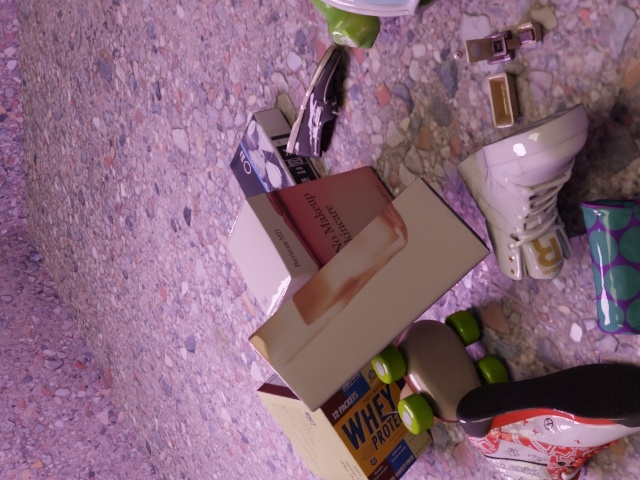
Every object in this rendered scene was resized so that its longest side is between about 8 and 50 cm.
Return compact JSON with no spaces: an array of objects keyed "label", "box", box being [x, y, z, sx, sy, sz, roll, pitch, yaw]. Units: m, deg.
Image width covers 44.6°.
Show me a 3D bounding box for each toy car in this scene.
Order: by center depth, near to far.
[{"label":"toy car","box":[0.153,0.209,1.140,0.149,0.155,0.188,61,158,19]}]

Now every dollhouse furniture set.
[{"label":"dollhouse furniture set","box":[0.208,-0.188,0.919,0.091,0.081,0.114,3,106,57]}]

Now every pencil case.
[{"label":"pencil case","box":[0.327,0.027,0.853,0.070,0.064,0.152,-54,-46,-76]}]

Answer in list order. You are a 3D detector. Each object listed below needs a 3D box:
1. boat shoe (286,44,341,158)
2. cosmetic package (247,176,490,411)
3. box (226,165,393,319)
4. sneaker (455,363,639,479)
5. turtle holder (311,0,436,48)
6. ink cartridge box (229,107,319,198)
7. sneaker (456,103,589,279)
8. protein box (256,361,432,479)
[{"label":"boat shoe","box":[0.004,-0.218,1.260,0.064,0.075,0.206,22,130,-2]},{"label":"cosmetic package","box":[0.065,0.064,1.006,0.129,0.296,0.153,48,-171,5]},{"label":"box","box":[0.000,0.000,1.181,0.149,0.232,0.127,58,145,22]},{"label":"sneaker","box":[0.314,0.239,0.964,0.270,0.090,0.145,-17,118,40]},{"label":"turtle holder","box":[0.052,-0.366,0.928,0.227,0.243,0.320,43,124,6]},{"label":"ink cartridge box","box":[-0.050,-0.056,1.394,0.333,0.065,0.165,60,145,19]},{"label":"sneaker","box":[0.244,-0.042,0.859,0.292,0.108,0.169,104,143,-87]},{"label":"protein box","box":[0.037,0.291,1.297,0.201,0.136,0.200,-7,119,58]}]
